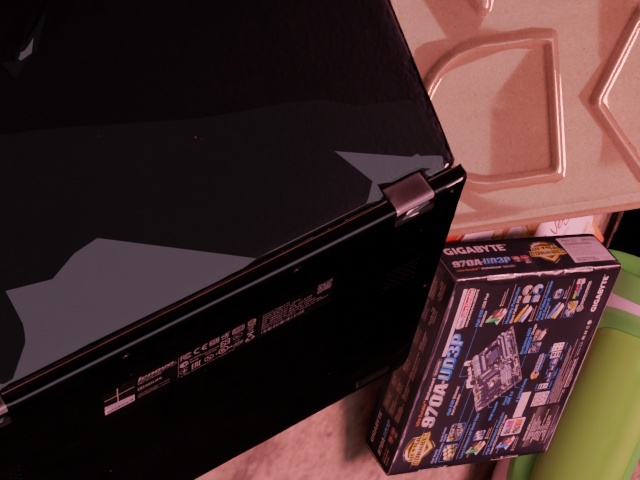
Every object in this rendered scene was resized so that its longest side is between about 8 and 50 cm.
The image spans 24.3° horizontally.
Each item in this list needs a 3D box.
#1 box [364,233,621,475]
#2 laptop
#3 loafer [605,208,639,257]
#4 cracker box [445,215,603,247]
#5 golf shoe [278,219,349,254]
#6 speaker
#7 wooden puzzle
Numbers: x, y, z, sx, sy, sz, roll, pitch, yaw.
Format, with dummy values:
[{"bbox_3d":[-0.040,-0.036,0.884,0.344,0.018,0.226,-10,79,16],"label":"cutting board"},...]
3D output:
[{"bbox_3d":[0.149,0.101,1.294,0.175,0.051,0.220,-4,127,-28],"label":"box"},{"bbox_3d":[-0.130,-0.017,0.969,0.382,0.236,0.408,-26,154,-21],"label":"laptop"},{"bbox_3d":[0.381,-0.084,1.496,0.130,0.134,0.366,10,99,-39],"label":"loafer"},{"bbox_3d":[0.160,-0.014,1.330,0.156,0.067,0.232,-55,137,-17],"label":"cracker box"},{"bbox_3d":[0.000,0.000,1.171,0.086,0.067,0.186,91,22,-76],"label":"golf shoe"},{"bbox_3d":[0.263,0.163,1.451,0.131,0.131,0.296,4,111,-49],"label":"speaker"},{"bbox_3d":[0.176,-0.177,1.114,0.347,0.080,0.322,-7,105,-6],"label":"wooden puzzle"}]
